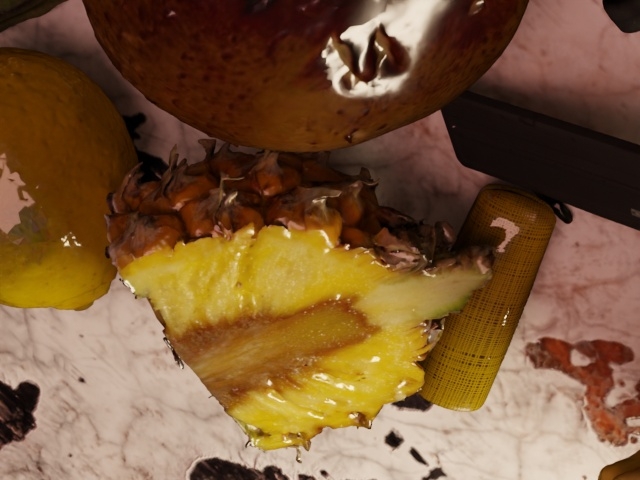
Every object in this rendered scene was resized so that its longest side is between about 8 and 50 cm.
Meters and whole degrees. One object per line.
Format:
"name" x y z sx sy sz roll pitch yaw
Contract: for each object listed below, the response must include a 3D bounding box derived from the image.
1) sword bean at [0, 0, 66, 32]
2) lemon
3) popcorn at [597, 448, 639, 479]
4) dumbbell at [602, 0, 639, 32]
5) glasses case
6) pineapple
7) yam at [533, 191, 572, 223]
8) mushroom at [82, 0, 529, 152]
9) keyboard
"sword bean" -0.308 -0.202 1.609 0.269 0.038 0.043 -16 137 29
"lemon" -0.259 -0.052 1.574 0.204 0.204 0.260 -11 113 28
"popcorn" 0.376 0.181 1.404 0.349 0.349 0.381 -5 78 25
"dumbbell" 0.312 -0.147 1.312 0.143 0.143 0.325 -30 104 33
"glasses case" 0.137 0.054 1.555 0.079 0.064 0.234 19 125 4
"pineapple" 0.003 -0.001 1.537 0.286 0.209 0.344 -20 139 11
"yam" 0.176 -0.054 1.505 0.107 0.014 0.014 47 125 -8
"mushroom" -0.028 -0.245 1.330 0.356 0.331 0.334 61 157 12
"keyboard" 0.246 -0.037 1.382 0.381 0.041 0.103 29 154 39
